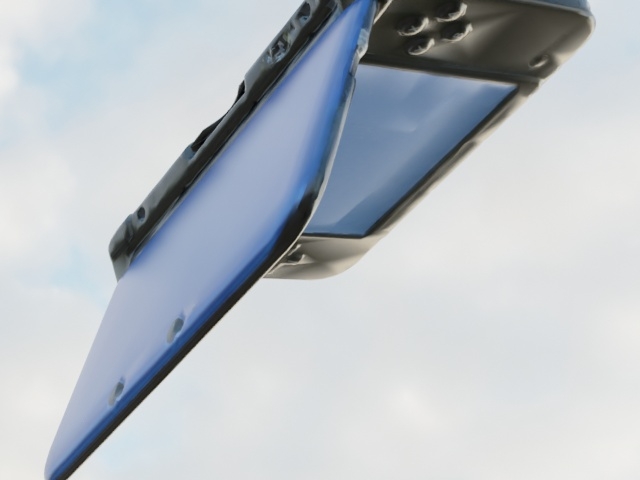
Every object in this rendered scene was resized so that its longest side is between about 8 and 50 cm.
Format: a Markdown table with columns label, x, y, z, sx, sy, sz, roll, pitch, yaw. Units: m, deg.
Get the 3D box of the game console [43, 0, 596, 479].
| label | x | y | z | sx | sy | sz | roll | pitch | yaw |
| --- | --- | --- | --- | --- | --- | --- | --- | --- | --- |
| game console | 0.000 | 0.000 | 0.827 | 0.250 | 0.173 | 0.293 | 3 | -32 | -35 |
